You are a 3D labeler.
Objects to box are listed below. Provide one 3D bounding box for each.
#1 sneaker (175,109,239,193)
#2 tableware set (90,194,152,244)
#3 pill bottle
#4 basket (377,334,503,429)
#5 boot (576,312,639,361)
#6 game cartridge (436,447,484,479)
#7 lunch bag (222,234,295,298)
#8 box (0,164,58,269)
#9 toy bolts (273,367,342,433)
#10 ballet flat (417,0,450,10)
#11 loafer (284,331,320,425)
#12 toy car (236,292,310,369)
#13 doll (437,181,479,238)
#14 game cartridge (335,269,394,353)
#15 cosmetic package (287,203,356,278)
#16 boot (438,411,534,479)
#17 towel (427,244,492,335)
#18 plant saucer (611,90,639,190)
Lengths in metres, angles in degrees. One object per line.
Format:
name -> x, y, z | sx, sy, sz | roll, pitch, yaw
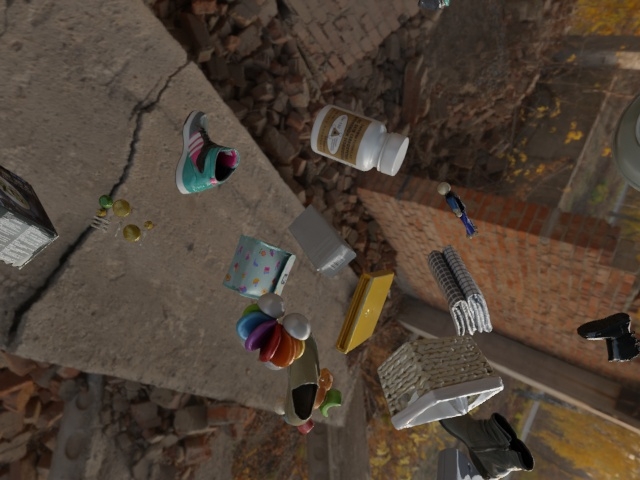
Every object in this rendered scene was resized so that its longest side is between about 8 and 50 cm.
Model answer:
sneaker -> -0.344, -0.289, 1.303 | 0.124, 0.178, 0.296 | 58, 32, -67
tableware set -> -0.544, -0.059, 1.139 | 0.024, 0.154, 0.104 | -121, -127, -80
pill bottle -> 0.101, -0.254, 1.065 | 0.131, 0.229, 0.131 | -56, 161, -30
basket -> 0.192, 0.229, 0.682 | 0.167, 0.103, 0.113 | 4, 136, -31
boot -> 0.641, 0.223, 0.915 | 0.121, 0.045, 0.099 | -20, 102, 2
game cartridge -> 0.312, 0.573, 0.810 | 0.297, 0.062, 0.198 | 57, 24, -11
lunch bag -> -0.220, 0.124, 1.635 | 0.262, 0.160, 0.224 | 27, 81, -46
box -> -0.486, -0.062, 0.571 | 0.077, 0.147, 0.180 | -43, 150, -6
toy bolts -> -0.063, 0.568, 1.523 | 0.158, 0.218, 0.228 | 36, 105, -21
ballet flat -> 0.179, -0.491, 0.690 | 0.074, 0.074, 0.203 | -50, 143, -25
loafer -> -0.044, 0.386, 1.170 | 0.101, 0.092, 0.269 | 6, 76, -23
toy car -> -0.127, 0.231, 0.996 | 0.159, 0.182, 0.136 | -56, 168, 19
doll -> 0.414, -0.097, 1.243 | 0.189, 0.046, 0.129 | 54, 29, -13
game cartridge -> 0.174, 0.249, 1.531 | 0.323, 0.052, 0.286 | 3, 108, -68
cosmetic package -> 0.000, 0.000, 1.425 | 0.127, 0.238, 0.107 | -43, 138, 10
boot -> 0.394, 0.453, 1.012 | 0.083, 0.247, 0.161 | -19, 147, -32
towel -> 0.486, 0.188, 1.468 | 0.121, 0.235, 0.284 | -25, 134, 8
plant saucer -> 0.992, -0.314, 1.111 | 0.100, 0.400, 0.401 | 12, 97, -32
